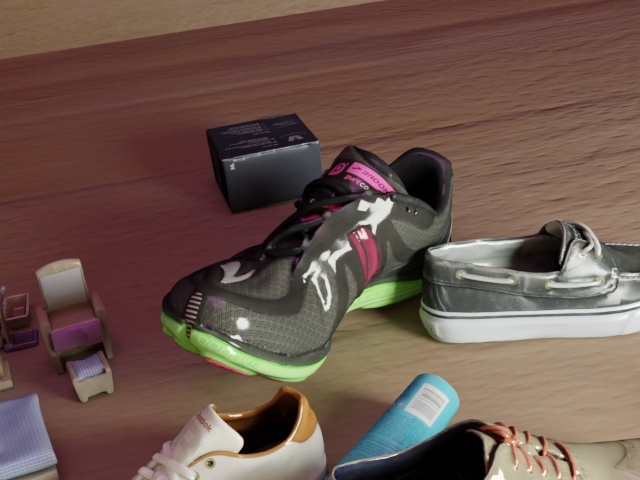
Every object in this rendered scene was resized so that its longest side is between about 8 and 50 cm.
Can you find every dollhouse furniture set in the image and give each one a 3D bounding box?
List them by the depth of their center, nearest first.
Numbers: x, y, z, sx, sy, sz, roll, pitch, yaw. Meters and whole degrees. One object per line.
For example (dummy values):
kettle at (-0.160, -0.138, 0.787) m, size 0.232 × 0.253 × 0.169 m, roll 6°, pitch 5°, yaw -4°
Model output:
dollhouse furniture set at (-0.346, 0.129, 0.962) m, size 0.286 × 0.198 × 0.303 m, roll -16°, pitch 29°, yaw -17°
dollhouse furniture set at (-0.412, 0.081, 1.200) m, size 0.091 × 0.081 × 0.114 m, roll -12°, pitch 27°, yaw -11°

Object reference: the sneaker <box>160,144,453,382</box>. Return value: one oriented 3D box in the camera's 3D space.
sneaker at (0.000, 0.000, 1.053) m, size 0.185 × 0.202 × 0.483 m, roll 23°, pitch 29°, yaw 25°

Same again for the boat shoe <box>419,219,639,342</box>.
boat shoe at (0.278, 0.037, 1.078) m, size 0.335 × 0.119 × 0.121 m, roll -9°, pitch 27°, yaw -5°

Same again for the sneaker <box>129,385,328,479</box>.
sneaker at (-0.131, 0.211, 0.835) m, size 0.290 × 0.123 × 0.106 m, roll -23°, pitch 33°, yaw -27°

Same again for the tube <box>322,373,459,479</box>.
tube at (0.058, 0.206, 0.884) m, size 0.080 × 0.052 × 0.207 m, roll 12°, pitch 39°, yaw 35°

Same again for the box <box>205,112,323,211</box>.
box at (-0.090, -0.128, 1.522) m, size 0.156 × 0.093 × 0.158 m, roll -12°, pitch 26°, yaw -11°

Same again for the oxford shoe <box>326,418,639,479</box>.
oxford shoe at (0.168, 0.205, 0.758) m, size 0.348 × 0.130 × 0.123 m, roll -11°, pitch 27°, yaw -14°
